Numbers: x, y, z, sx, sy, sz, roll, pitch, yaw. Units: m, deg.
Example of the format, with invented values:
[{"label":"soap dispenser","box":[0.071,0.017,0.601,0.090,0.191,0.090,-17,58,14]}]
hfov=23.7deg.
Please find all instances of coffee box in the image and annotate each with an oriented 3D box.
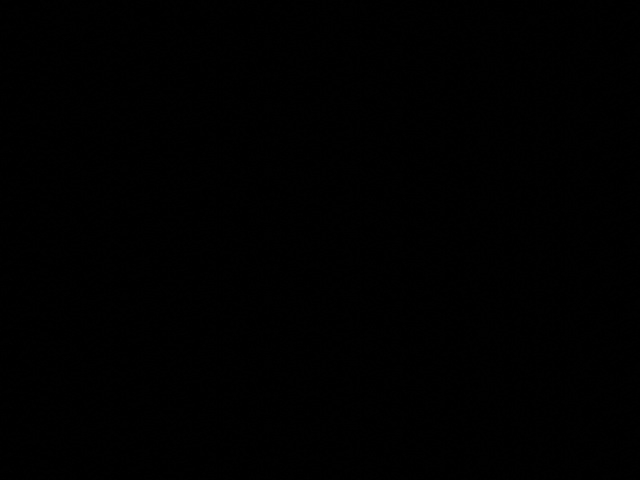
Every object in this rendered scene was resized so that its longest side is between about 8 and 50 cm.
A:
[{"label":"coffee box","box":[0.000,0.000,0.201,0.334,0.337,0.338,-9,-53,-34]}]
